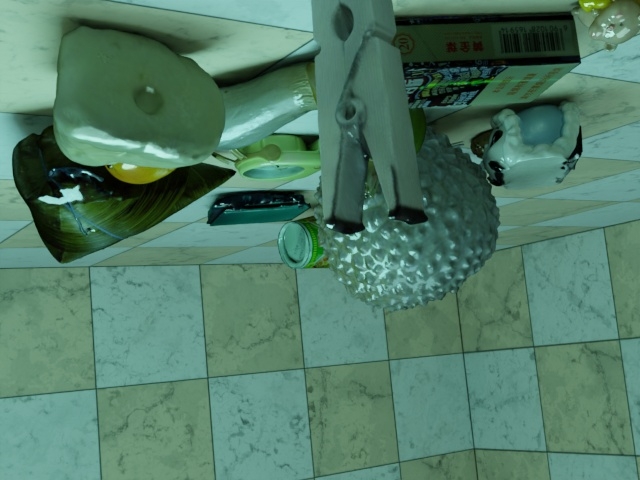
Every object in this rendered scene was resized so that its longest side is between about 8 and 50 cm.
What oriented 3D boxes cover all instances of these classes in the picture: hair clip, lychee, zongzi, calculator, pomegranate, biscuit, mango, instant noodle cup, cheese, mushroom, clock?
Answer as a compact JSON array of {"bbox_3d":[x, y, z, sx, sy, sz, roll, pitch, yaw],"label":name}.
[{"bbox_3d":[0.049,-0.175,1.037,0.101,0.330,0.085,-13,167,36],"label":"hair clip"},{"bbox_3d":[0.175,-0.051,1.838,0.380,0.432,0.380,-25,-159,10],"label":"lychee"},{"bbox_3d":[-0.361,-0.132,1.703,0.432,0.207,0.403,-18,168,-12],"label":"zongzi"},{"bbox_3d":[-0.183,-0.091,2.487,0.274,0.058,0.248,-4,173,-15],"label":"calculator"},{"bbox_3d":[0.091,-0.176,1.517,0.180,0.209,0.180,8,164,2],"label":"pomegranate"},{"bbox_3d":[0.456,-0.223,2.028,0.226,0.042,0.226,-4,171,-1],"label":"biscuit"},{"bbox_3d":[-0.299,-0.172,1.559,0.112,0.144,0.219,34,-155,22],"label":"mango"},{"bbox_3d":[0.000,0.000,2.658,0.233,0.207,0.207,-8,176,-42],"label":"instant noodle cup"},{"bbox_3d":[-0.272,-0.191,1.282,0.248,0.173,0.251,8,167,-23],"label":"cheese"},{"bbox_3d":[-0.092,-0.227,1.447,0.329,0.122,0.159,-9,-153,32],"label":"mushroom"},{"bbox_3d":[-0.110,-0.178,1.873,0.232,0.069,0.170,0,171,-29],"label":"clock"}]

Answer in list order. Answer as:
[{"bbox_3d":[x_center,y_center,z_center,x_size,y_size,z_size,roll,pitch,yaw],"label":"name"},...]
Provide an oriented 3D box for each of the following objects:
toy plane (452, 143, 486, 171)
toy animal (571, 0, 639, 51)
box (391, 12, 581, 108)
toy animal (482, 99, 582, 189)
[{"bbox_3d":[0.308,-0.161,2.130,0.182,0.107,0.273,-23,162,33],"label":"toy plane"},{"bbox_3d":[0.399,-0.307,1.226,0.091,0.082,0.114,0,172,-25],"label":"toy animal"},{"bbox_3d":[0.215,-0.272,1.351,0.310,0.084,0.198,-4,172,-10],"label":"box"},{"bbox_3d":[0.431,-0.199,1.786,0.204,0.156,0.208,-5,165,9],"label":"toy animal"}]
